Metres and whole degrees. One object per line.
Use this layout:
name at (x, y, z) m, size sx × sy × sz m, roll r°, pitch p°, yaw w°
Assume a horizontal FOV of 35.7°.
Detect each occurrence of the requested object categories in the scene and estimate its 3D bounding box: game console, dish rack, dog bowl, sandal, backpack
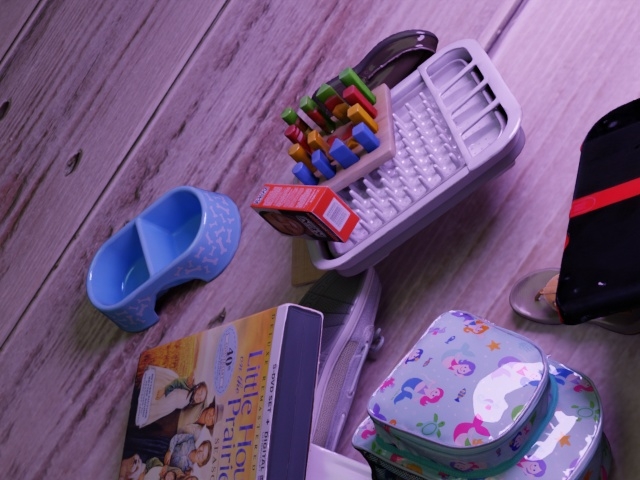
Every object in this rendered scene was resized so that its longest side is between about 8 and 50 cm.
game console at (0.437, -0.076, 1.034) m, size 0.386 × 0.060 × 0.342 m, roll -22°, pitch 33°, yaw 37°
dish rack at (0.120, -0.104, 1.343) m, size 0.332 × 0.072 × 0.286 m, roll -36°, pitch 34°, yaw 15°
dog bowl at (-0.264, 0.024, 1.617) m, size 0.297 × 0.074 × 0.166 m, roll -36°, pitch 52°, yaw 18°
sandal at (0.305, 0.068, 1.180) m, size 0.180 × 0.049 × 0.072 m, roll 11°, pitch 76°, yaw 40°
backpack at (0.188, 0.213, 1.103) m, size 0.253 × 0.191 × 0.225 m, roll 25°, pitch 58°, yaw 35°

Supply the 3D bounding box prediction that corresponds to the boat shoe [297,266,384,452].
boat shoe at (0.009, 0.178, 1.332) m, size 0.118 × 0.103 × 0.321 m, roll 0°, pitch 64°, yaw 48°

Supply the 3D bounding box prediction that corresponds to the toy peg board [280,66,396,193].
toy peg board at (0.014, -0.150, 1.380) m, size 0.161 × 0.079 × 0.161 m, roll -31°, pitch 35°, yaw 25°

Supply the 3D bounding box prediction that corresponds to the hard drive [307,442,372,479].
hard drive at (0.022, 0.424, 1.190) m, size 0.203 × 0.040 × 0.308 m, roll 18°, pitch 81°, yaw 18°

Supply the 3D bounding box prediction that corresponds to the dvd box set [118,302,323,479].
dvd box set at (-0.153, 0.271, 1.334) m, size 0.420 × 0.062 × 0.308 m, roll -21°, pitch 56°, yaw 52°

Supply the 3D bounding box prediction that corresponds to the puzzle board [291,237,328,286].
puzzle board at (0.000, 0.000, 1.470) m, size 0.096 × 0.011 × 0.128 m, roll -15°, pitch 62°, yaw 30°

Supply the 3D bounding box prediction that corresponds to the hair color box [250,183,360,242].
hair color box at (-0.022, -0.037, 1.304) m, size 0.141 × 0.072 × 0.043 m, roll 7°, pitch 60°, yaw 54°

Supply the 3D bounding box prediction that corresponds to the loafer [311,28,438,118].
loafer at (0.089, -0.230, 1.475) m, size 0.220 × 0.080 × 0.078 m, roll -32°, pitch 63°, yaw 28°
